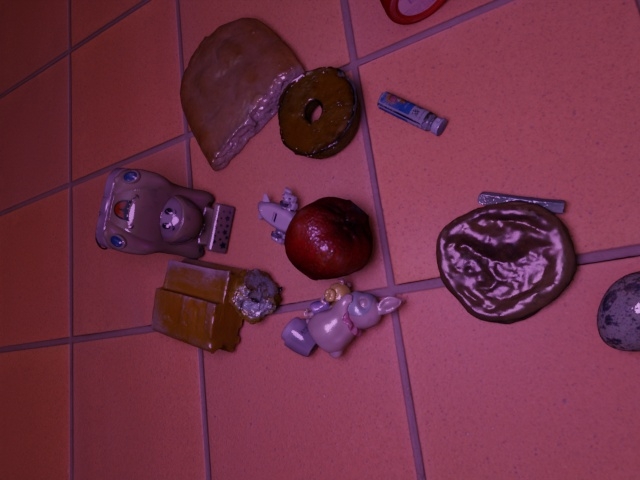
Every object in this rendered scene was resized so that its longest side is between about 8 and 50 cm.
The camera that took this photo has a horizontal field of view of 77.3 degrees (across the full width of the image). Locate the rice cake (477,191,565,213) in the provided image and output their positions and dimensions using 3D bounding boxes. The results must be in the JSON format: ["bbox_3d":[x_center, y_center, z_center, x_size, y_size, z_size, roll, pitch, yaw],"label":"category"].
[{"bbox_3d":[0.456,-0.088,0.916,0.180,0.042,0.030,12,115,28],"label":"rice cake"}]

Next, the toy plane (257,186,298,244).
[{"bbox_3d":[-0.118,-0.074,1.182,0.174,0.080,0.173,8,103,34],"label":"toy plane"}]

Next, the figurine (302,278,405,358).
[{"bbox_3d":[0.084,0.175,1.026,0.236,0.127,0.155,-38,58,12],"label":"figurine"}]

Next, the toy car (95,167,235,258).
[{"bbox_3d":[-0.454,-0.063,1.207,0.227,0.336,0.241,10,88,26],"label":"toy car"}]

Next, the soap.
[{"bbox_3d":[-0.374,0.193,1.249,0.282,0.143,0.258,6,83,33],"label":"soap"}]

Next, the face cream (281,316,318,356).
[{"bbox_3d":[-0.051,0.264,1.095,0.095,0.091,0.091,34,99,19],"label":"face cream"}]

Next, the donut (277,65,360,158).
[{"bbox_3d":[0.000,-0.357,1.152,0.273,0.107,0.271,-6,76,24],"label":"donut"}]

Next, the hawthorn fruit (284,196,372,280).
[{"bbox_3d":[0.000,0.000,1.044,0.266,0.230,0.210,-20,110,45],"label":"hawthorn fruit"}]

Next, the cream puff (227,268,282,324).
[{"bbox_3d":[-0.199,0.162,1.161,0.156,0.156,0.121,-49,30,13],"label":"cream puff"}]

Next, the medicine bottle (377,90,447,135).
[{"bbox_3d":[0.238,-0.334,1.052,0.191,0.051,0.051,36,100,25],"label":"medicine bottle"}]

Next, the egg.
[{"bbox_3d":[0.604,0.135,0.754,0.132,0.132,0.172,44,115,25],"label":"egg"}]

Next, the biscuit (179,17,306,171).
[{"bbox_3d":[-0.287,-0.525,1.316,0.430,0.104,0.445,-36,70,19],"label":"biscuit"}]

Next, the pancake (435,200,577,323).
[{"bbox_3d":[0.411,0.047,0.905,0.295,0.050,0.293,0,89,28],"label":"pancake"}]

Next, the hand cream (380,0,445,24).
[{"bbox_3d":[0.235,-0.668,1.020,0.193,0.193,0.125,-27,74,22],"label":"hand cream"}]
